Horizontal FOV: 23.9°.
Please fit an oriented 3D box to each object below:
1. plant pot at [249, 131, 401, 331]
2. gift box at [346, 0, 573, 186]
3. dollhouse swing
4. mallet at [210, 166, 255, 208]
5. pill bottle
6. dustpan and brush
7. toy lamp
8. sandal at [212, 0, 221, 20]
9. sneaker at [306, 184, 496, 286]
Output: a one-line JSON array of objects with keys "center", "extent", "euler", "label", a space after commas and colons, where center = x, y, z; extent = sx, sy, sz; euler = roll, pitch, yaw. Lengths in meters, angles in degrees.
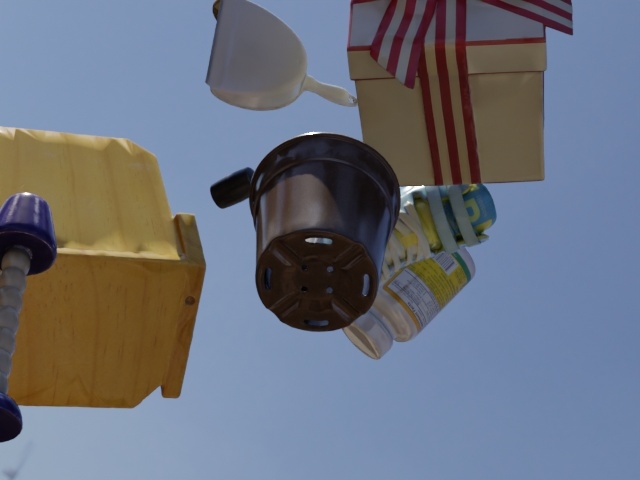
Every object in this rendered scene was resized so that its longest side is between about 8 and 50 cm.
[{"center": [0.000, 0.000, 1.574], "extent": [0.167, 0.165, 0.167], "euler": [2, -57, 3], "label": "plant pot"}, {"center": [0.164, -0.217, 1.782], "extent": [0.255, 0.276, 0.258], "euler": [-6, -45, 4], "label": "gift box"}, {"center": [-0.386, 0.036, 2.252], "extent": [0.346, 0.315, 0.305], "euler": [4, 23, -23], "label": "dollhouse swing"}, {"center": [-0.093, -0.068, 2.027], "extent": [0.039, 0.062, 0.189], "euler": [67, 12, 5], "label": "mallet"}, {"center": [0.131, 0.082, 2.323], "extent": [0.117, 0.208, 0.117], "euler": [40, -19, 17], "label": "pill bottle"}, {"center": [-0.042, -0.213, 1.910], "extent": [0.211, 0.147, 0.060], "euler": [15, -27, -14], "label": "dustpan and brush"}, {"center": [-0.311, 0.069, 1.510], "extent": [0.080, 0.275, 0.080], "euler": [1, -38, 1], "label": "toy lamp"}, {"center": [-0.103, -0.314, 2.281], "extent": [0.072, 0.049, 0.180], "euler": [-3, -36, 28], "label": "sandal"}, {"center": [0.110, -0.010, 1.957], "extent": [0.208, 0.319, 0.127], "euler": [-12, -71, 27], "label": "sneaker"}]
